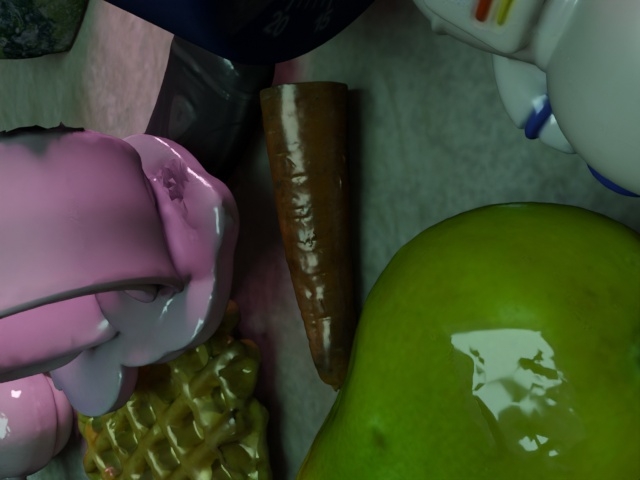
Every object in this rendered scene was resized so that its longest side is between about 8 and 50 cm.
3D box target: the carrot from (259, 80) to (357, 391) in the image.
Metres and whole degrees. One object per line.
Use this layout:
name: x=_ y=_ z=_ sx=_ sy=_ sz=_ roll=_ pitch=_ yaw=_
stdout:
carrot: x=0.000 y=0.000 z=0.558 sx=0.061 sy=0.061 sz=0.209 roll=-2 pitch=97 yaw=43

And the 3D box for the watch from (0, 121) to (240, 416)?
watch: x=-0.200 y=0.016 z=0.562 sx=0.248 sy=0.217 sz=0.211 roll=-28 pitch=74 yaw=36

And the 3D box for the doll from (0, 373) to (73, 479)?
doll: x=-0.285 y=0.276 z=0.817 sx=0.160 sy=0.094 sz=0.365 roll=-29 pitch=74 yaw=48

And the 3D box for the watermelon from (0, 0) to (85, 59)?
watermelon: x=-0.320 y=-0.302 z=0.759 sx=0.260 sy=0.256 sz=0.176 roll=-51 pitch=17 yaw=41

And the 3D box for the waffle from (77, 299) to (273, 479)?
waffle: x=-0.134 y=0.153 z=0.694 sx=0.291 sy=0.051 sz=0.291 roll=5 pitch=97 yaw=44

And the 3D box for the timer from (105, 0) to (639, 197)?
timer: x=0.067 y=-0.152 z=0.382 sx=0.383 sy=0.270 sz=0.270 roll=38 pitch=119 yaw=16

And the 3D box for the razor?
razor: x=-0.089 y=-0.097 z=0.624 sx=0.090 sy=0.054 sz=0.148 roll=48 pitch=129 yaw=25

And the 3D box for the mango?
mango: x=0.089 y=0.107 z=0.422 sx=0.185 sy=0.149 sz=0.273 roll=35 pitch=122 yaw=27
